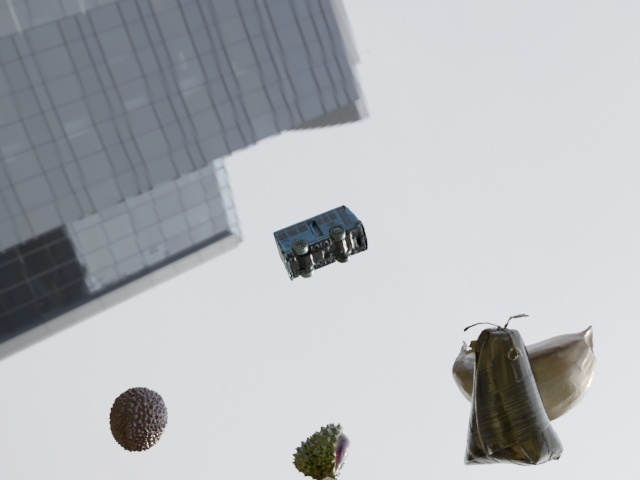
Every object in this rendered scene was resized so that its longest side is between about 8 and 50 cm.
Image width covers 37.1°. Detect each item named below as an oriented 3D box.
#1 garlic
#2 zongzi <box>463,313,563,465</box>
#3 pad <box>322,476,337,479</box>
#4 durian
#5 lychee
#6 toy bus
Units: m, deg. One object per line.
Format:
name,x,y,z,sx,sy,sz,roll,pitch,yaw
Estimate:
garlic,0.352,0.253,1.768,0.338,0.196,0.151,-16,-64,51
zongzi,0.279,0.266,1.627,0.241,0.111,0.247,-26,-102,57
pad,0.036,0.393,1.288,0.156,0.004,0.232,25,-42,-5
durian,0.005,0.436,2.040,0.119,0.187,0.108,14,-79,7
lychee,-0.363,0.361,1.907,0.129,0.123,0.123,-114,-164,-53
toy bus,0.000,0.000,2.046,0.106,0.185,0.090,-121,-167,-48
